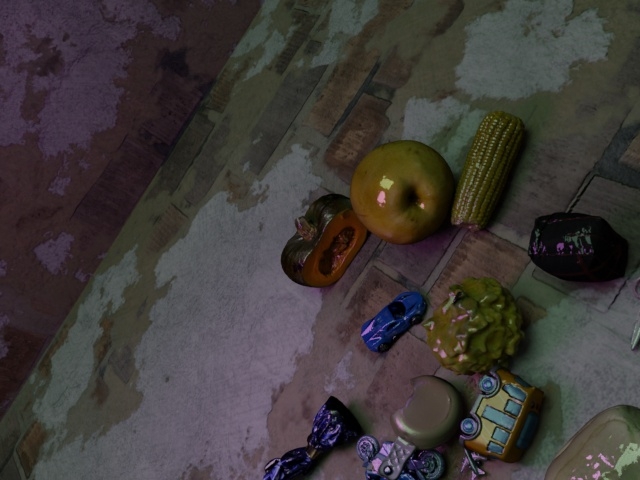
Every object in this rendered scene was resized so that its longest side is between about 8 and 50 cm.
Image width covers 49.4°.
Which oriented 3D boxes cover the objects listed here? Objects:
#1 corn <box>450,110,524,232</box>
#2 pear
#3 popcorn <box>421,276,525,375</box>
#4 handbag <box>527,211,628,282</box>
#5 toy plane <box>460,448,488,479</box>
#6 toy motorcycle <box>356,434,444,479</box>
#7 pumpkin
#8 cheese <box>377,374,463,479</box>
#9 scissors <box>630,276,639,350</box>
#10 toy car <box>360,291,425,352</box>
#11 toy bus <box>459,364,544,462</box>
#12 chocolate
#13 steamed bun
[{"bbox_3d":[0.453,-0.188,1.902,0.131,0.131,0.344,11,77,47],"label":"corn"},{"bbox_3d":[0.231,-0.138,1.969,0.314,0.314,0.314,-24,52,34],"label":"pear"},{"bbox_3d":[0.365,0.205,1.682,0.249,0.225,0.249,-27,51,39],"label":"popcorn"},{"bbox_3d":[0.590,0.016,1.581,0.170,0.215,0.155,6,79,41],"label":"handbag"},{"bbox_3d":[0.357,0.519,1.644,0.079,0.031,0.083,-37,46,23],"label":"toy plane"},{"bbox_3d":[0.194,0.570,1.734,0.255,0.092,0.135,1,77,35],"label":"toy motorcycle"},{"bbox_3d":[0.000,0.000,2.164,0.317,0.222,0.139,-54,42,7],"label":"pumpkin"},{"bbox_3d":[0.229,0.456,1.684,0.163,0.082,0.286,27,57,30],"label":"cheese"},{"bbox_3d":[0.707,0.159,1.521,0.085,0.022,0.176,14,73,45],"label":"scissors"},{"bbox_3d":[0.200,0.223,1.952,0.216,0.063,0.103,-44,42,16],"label":"toy car"},{"bbox_3d":[0.419,0.402,1.587,0.136,0.126,0.209,20,81,40],"label":"toy bus"},{"bbox_3d":[-0.033,0.585,1.936,0.343,0.126,0.148,-48,3,15],"label":"chocolate"},{"bbox_3d":[0.568,0.453,1.344,0.290,0.273,0.272,-49,26,6],"label":"steamed bun"}]
